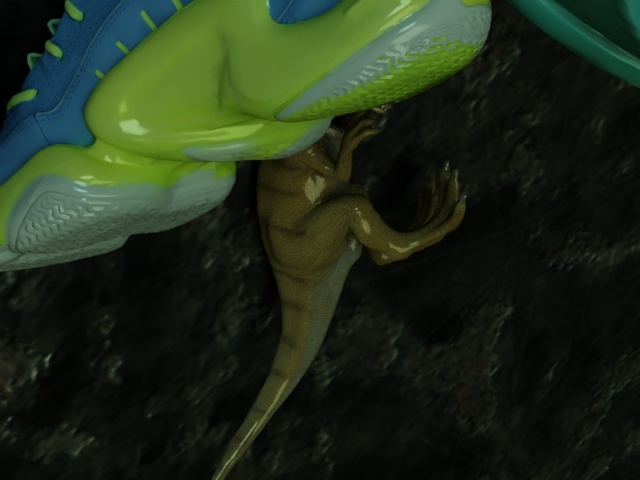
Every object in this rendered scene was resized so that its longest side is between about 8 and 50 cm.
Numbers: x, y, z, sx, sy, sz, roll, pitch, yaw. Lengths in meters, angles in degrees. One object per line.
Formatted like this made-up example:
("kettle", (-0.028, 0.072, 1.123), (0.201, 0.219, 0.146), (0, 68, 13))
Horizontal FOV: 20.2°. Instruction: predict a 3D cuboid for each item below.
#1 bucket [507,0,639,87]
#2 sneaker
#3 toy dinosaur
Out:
("bucket", (0.147, -0.188, 0.625), (0.281, 0.183, 0.281), (-17, 131, -21))
("sneaker", (-0.059, -0.076, 0.645), (0.240, 0.126, 0.091), (-24, 172, 21))
("toy dinosaur", (0.000, 0.000, 0.768), (0.112, 0.064, 0.211), (-5, 118, -10))
